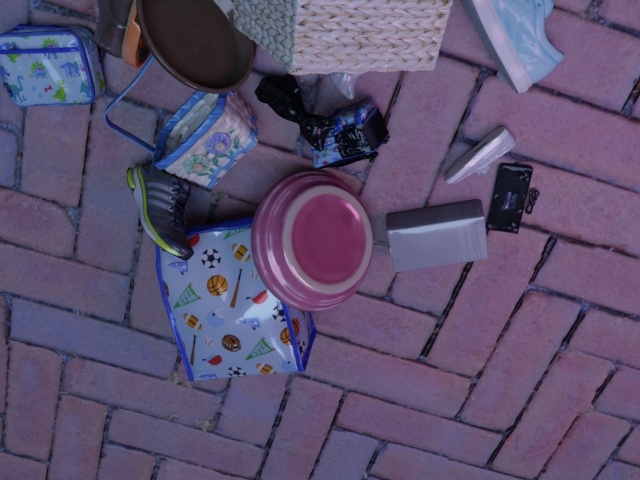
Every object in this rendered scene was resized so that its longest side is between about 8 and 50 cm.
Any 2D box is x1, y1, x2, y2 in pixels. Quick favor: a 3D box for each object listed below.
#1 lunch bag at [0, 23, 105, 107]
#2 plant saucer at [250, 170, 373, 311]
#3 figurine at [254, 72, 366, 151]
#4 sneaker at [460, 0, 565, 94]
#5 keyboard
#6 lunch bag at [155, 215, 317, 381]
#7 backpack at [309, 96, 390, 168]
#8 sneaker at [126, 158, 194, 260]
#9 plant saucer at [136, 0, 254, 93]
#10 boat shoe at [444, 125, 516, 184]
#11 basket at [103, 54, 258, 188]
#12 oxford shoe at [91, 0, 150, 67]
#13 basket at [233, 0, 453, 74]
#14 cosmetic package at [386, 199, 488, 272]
[{"bbox_3d":[-0.607,-0.392,1.464,0.219,0.090,0.176,2,120,8],"label":"lunch bag"},{"bbox_3d":[0.000,0.000,1.524,0.332,0.332,0.084,49,153,-21],"label":"plant saucer"},{"bbox_3d":[-0.014,-0.330,1.394,0.209,0.092,0.215,47,121,27],"label":"figurine"},{"bbox_3d":[0.381,-0.484,1.326,0.150,0.135,0.366,-32,121,12],"label":"sneaker"},{"bbox_3d":[0.473,-0.099,1.590,0.108,0.023,0.180,8,121,7],"label":"keyboard"},{"bbox_3d":[-0.209,0.130,1.647,0.327,0.239,0.385,-10,114,12],"label":"lunch bag"},{"bbox_3d":[0.052,-0.234,1.476,0.173,0.158,0.117,-15,110,26],"label":"backpack"},{"bbox_3d":[-0.358,-0.085,1.536,0.121,0.300,0.111,-33,154,9],"label":"sneaker"},{"bbox_3d":[-0.255,-0.425,1.334,0.041,0.278,0.278,-20,119,44],"label":"plant saucer"},{"bbox_3d":[0.374,-0.186,1.529,0.184,0.066,0.063,-43,108,14],"label":"boat shoe"},{"bbox_3d":[-0.291,-0.273,1.445,0.289,0.201,0.255,36,117,-26],"label":"basket"},{"bbox_3d":[-0.398,-0.546,1.346,0.132,0.130,0.364,22,119,-1],"label":"oxford shoe"},{"bbox_3d":[0.033,-0.475,1.179,0.331,0.328,0.266,-9,127,-26],"label":"basket"},{"bbox_3d":[0.286,-0.011,1.611,0.238,0.107,0.127,-6,119,11],"label":"cosmetic package"}]
